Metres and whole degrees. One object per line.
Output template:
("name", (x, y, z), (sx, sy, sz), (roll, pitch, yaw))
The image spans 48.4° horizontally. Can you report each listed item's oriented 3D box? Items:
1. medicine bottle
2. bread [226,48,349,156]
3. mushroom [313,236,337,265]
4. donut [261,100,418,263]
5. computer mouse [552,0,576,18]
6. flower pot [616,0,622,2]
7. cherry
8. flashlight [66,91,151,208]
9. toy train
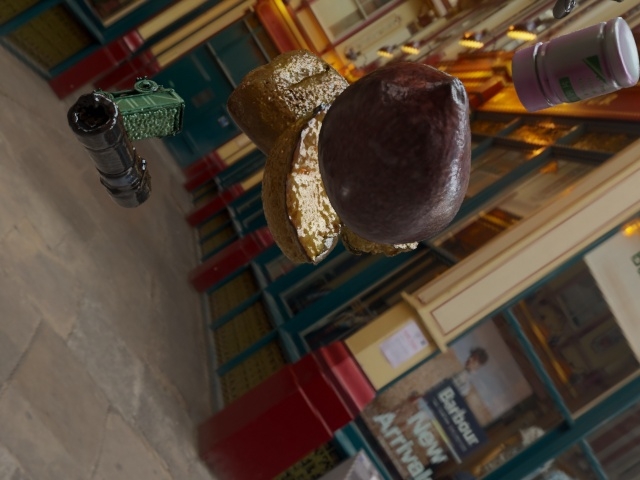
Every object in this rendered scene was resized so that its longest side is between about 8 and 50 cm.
("medicine bottle", (0.777, -0.530, 2.175), (0.212, 0.325, 0.212), (16, 69, -49))
("bread", (-0.045, -0.336, 1.842), (0.337, 0.328, 0.148), (47, -42, 6))
("mushroom", (0.001, 0.002, 1.952), (0.072, 0.094, 0.210), (51, 6, -19))
("donut", (0.049, -0.132, 1.672), (0.163, 0.434, 0.378), (1, -92, 49))
("computer mouse", (0.675, -0.647, 1.953), (0.039, 0.066, 0.096), (49, -23, 15))
("flower pot", (0.744, -0.748, 1.673), (0.298, 0.283, 0.299), (24, -29, 15))
("cherry", (0.103, -0.120, 0.969), (0.300, 0.202, 0.230), (120, -34, -55))
("flashlight", (-0.404, -0.165, 1.384), (0.103, 0.103, 0.424), (57, -12, 9))
("toy train", (-0.478, -0.326, 1.810), (0.154, 0.269, 0.115), (50, -41, 28))
